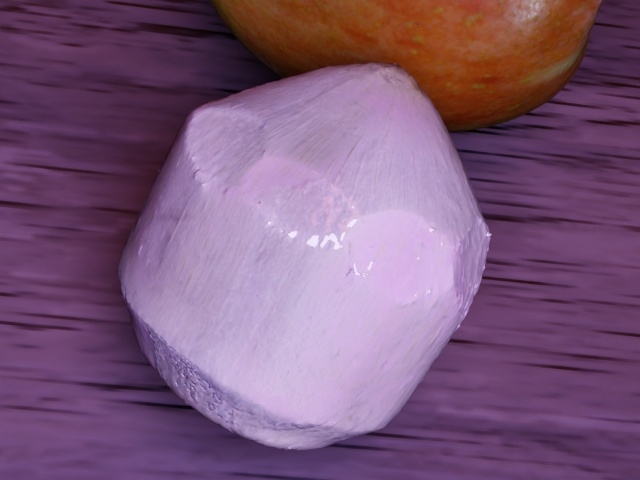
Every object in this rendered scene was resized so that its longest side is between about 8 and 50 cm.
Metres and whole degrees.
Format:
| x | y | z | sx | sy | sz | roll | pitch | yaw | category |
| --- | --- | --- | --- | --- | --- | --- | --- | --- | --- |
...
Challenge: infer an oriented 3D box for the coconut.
| x | y | z | sx | sy | sz | roll | pitch | yaw | category |
| --- | --- | --- | --- | --- | --- | --- | --- | --- | --- |
| 0.000 | 0.000 | 0.890 | 0.171 | 0.171 | 0.183 | 33 | 104 | 6 | coconut |

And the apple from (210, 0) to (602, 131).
| x | y | z | sx | sy | sz | roll | pitch | yaw | category |
| --- | --- | --- | --- | --- | --- | --- | --- | --- | --- |
| 0.052 | -0.183 | 0.970 | 0.226 | 0.246 | 0.246 | 22 | 60 | 5 | apple |
